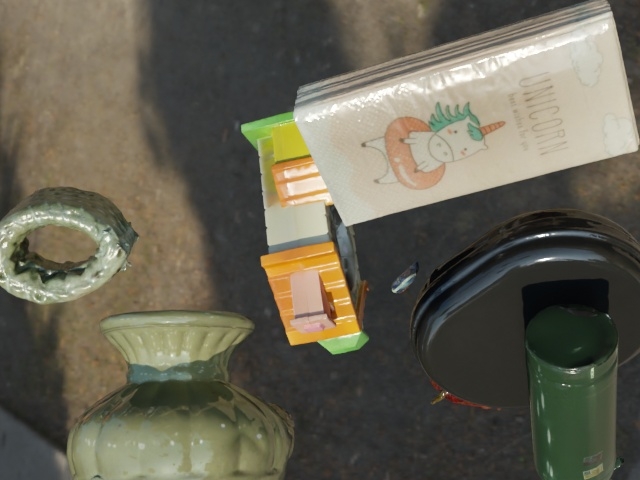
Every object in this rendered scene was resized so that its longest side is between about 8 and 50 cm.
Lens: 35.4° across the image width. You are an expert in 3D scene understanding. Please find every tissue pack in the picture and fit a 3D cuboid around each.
[{"bbox_3d":[0.153,-0.127,1.040,0.326,0.170,0.071,-14,39,15],"label":"tissue pack"}]

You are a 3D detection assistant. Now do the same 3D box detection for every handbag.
[{"bbox_3d":[0.254,0.088,1.187,0.308,0.254,0.093,-39,30,32],"label":"handbag"}]

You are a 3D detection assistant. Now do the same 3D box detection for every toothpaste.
[{"bbox_3d":[0.116,0.053,1.372,0.083,0.019,0.027,126,165,-59],"label":"toothpaste"}]

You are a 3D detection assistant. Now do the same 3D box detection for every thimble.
[{"bbox_3d":[-0.201,0.003,0.789,0.062,0.110,0.084,-90,1,-71],"label":"thimble"}]

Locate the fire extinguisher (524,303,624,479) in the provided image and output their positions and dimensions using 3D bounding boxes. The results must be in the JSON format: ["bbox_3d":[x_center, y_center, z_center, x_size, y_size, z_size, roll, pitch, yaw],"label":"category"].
[{"bbox_3d":[0.289,0.201,1.122,0.095,0.115,0.311,-110,5,-46],"label":"fire extinguisher"}]

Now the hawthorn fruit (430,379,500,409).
[{"bbox_3d":[0.218,0.171,1.389,0.172,0.148,0.148,-39,37,-19],"label":"hawthorn fruit"}]

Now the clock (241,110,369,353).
[{"bbox_3d":[0.000,0.000,1.239,0.106,0.220,0.255,-12,69,13],"label":"clock"}]

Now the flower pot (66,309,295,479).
[{"bbox_3d":[-0.187,0.224,1.361,0.307,0.307,0.244,-12,76,48],"label":"flower pot"}]
